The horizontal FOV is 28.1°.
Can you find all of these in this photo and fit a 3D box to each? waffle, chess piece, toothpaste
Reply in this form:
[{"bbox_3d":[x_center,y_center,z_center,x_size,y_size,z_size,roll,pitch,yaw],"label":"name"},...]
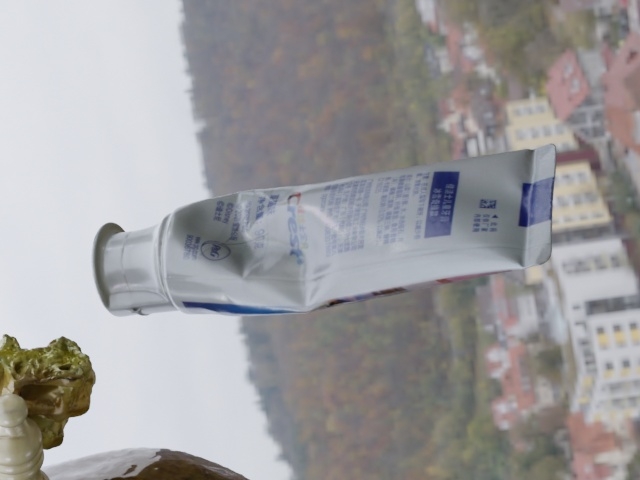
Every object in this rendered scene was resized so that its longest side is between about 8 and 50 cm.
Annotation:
[{"bbox_3d":[-0.213,0.073,0.646,0.161,0.191,0.046,71,-176,-47],"label":"waffle"},{"bbox_3d":[-0.155,0.108,0.647,0.092,0.035,0.035,99,171,-47],"label":"chess piece"},{"bbox_3d":[0.000,0.000,0.715,0.096,0.266,0.061,-78,-29,-45],"label":"toothpaste"}]

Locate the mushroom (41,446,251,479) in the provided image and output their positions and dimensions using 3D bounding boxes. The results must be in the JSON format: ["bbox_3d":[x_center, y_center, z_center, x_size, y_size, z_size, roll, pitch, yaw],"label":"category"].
[{"bbox_3d":[-0.118,0.294,0.744,0.239,0.345,0.345,91,174,-57],"label":"mushroom"}]
